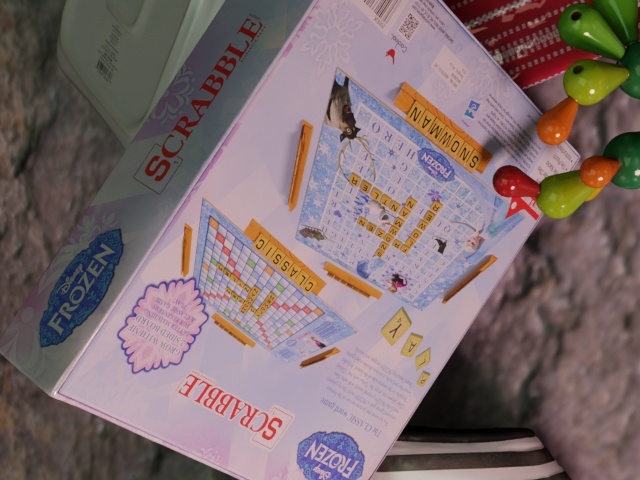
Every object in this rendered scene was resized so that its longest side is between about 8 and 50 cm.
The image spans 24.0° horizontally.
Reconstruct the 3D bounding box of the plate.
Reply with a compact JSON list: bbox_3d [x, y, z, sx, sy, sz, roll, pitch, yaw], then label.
[{"bbox_3d":[-0.129,-0.202,1.182,0.277,0.045,0.278,48,122,47],"label":"plate"}]

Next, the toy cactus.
[{"bbox_3d":[0.224,-0.093,0.980,0.180,0.112,0.219,30,86,-9],"label":"toy cactus"}]

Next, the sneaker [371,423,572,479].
[{"bbox_3d":[0.027,0.291,1.160,0.447,0.169,0.257,-37,67,23],"label":"sneaker"}]

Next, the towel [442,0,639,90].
[{"bbox_3d":[0.127,-0.247,1.079,0.199,0.031,0.275,-21,86,32],"label":"towel"}]

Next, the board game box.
[{"bbox_3d":[0.000,0.000,0.960,0.066,0.319,0.318,31,86,39],"label":"board game box"}]
